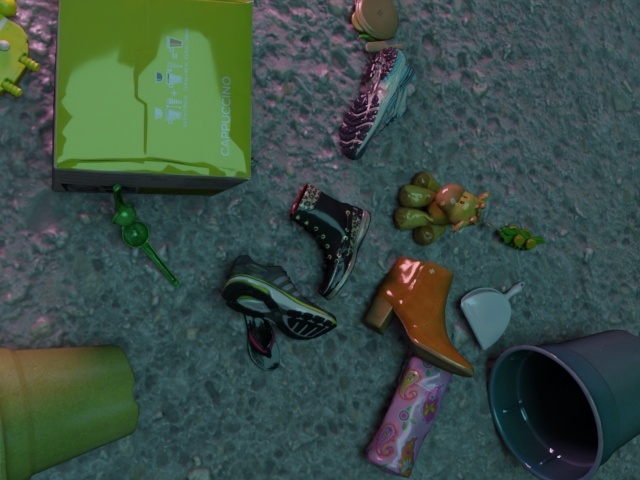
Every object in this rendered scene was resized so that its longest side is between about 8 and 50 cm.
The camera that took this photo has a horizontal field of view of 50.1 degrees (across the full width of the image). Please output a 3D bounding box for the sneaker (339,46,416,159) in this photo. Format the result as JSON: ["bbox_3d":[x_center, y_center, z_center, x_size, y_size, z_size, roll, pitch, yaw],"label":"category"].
[{"bbox_3d":[0.150,-0.309,1.629,0.122,0.110,0.283,29,85,-37],"label":"sneaker"}]

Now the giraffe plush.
[{"bbox_3d":[0.306,-0.075,1.642,0.210,0.170,0.181,19,81,-20],"label":"giraffe plush"}]

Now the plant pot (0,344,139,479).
[{"bbox_3d":[-0.490,0.306,1.282,0.254,0.276,0.276,-7,90,-33],"label":"plant pot"}]

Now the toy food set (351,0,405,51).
[{"bbox_3d":[0.132,-0.547,1.673,0.132,0.038,0.192,-10,86,-29],"label":"toy food set"}]

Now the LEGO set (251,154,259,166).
[{"bbox_3d":[-0.173,-0.175,1.537,0.083,0.023,0.054,-35,100,-19],"label":"LEGO set"}]

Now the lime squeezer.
[{"bbox_3d":[-0.379,-0.021,1.384,0.059,0.110,0.310,-29,140,-11],"label":"lime squeezer"}]

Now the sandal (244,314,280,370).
[{"bbox_3d":[-0.133,0.207,1.525,0.067,0.040,0.179,-16,93,-23],"label":"sandal"}]

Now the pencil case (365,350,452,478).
[{"bbox_3d":[0.208,0.409,1.614,0.124,0.124,0.284,30,76,-18],"label":"pencil case"}]

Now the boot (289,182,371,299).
[{"bbox_3d":[0.000,-0.001,1.566,0.179,0.085,0.236,29,71,-16],"label":"boot"}]

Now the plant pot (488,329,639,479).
[{"bbox_3d":[0.657,0.380,1.693,0.334,0.341,0.341,-13,92,-29],"label":"plant pot"}]

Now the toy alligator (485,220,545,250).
[{"bbox_3d":[0.495,-0.006,1.780,0.190,0.056,0.051,14,123,-20],"label":"toy alligator"}]

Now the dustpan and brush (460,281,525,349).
[{"bbox_3d":[0.457,0.165,1.759,0.211,0.060,0.147,-30,100,-13],"label":"dustpan and brush"}]

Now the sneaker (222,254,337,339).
[{"bbox_3d":[-0.078,0.123,1.514,0.300,0.111,0.121,33,39,-32],"label":"sneaker"}]

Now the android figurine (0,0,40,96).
[{"bbox_3d":[-0.688,-0.384,1.329,0.273,0.056,0.248,34,76,-15],"label":"android figurine"}]

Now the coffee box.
[{"bbox_3d":[-0.330,-0.269,1.313,0.338,0.334,0.337,2,87,-21],"label":"coffee box"}]

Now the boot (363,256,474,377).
[{"bbox_3d":[0.265,0.165,1.589,0.295,0.104,0.211,28,71,22],"label":"boot"}]
